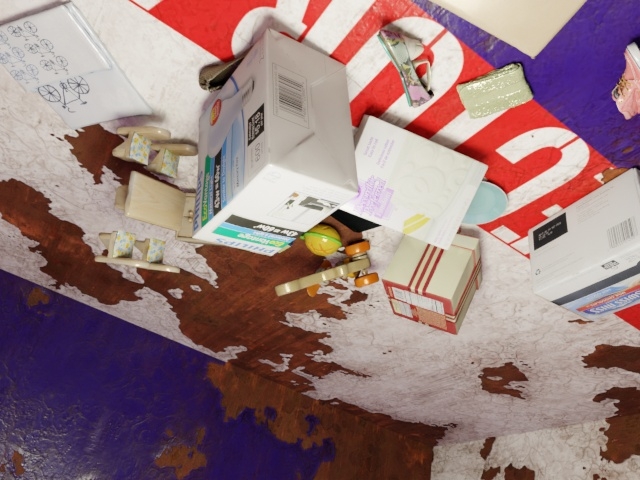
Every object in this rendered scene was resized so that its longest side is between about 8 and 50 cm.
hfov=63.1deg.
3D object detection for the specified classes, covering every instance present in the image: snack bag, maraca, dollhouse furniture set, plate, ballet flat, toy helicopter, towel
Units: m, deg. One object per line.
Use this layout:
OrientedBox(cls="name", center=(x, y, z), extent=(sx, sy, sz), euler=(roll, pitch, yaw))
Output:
OrientedBox(cls="snack bag", center=(-0.664, -0.432, 1.373), extent=(0.322, 0.037, 0.343), euler=(-4, 141, 22))
OrientedBox(cls="maraca", center=(0.000, 0.000, 1.710), extent=(0.127, 0.099, 0.185), euler=(23, 169, -17))
OrientedBox(cls="dollhouse furniture set", center=(-0.382, -0.087, 1.489), extent=(0.256, 0.363, 0.394), euler=(4, 172, 22))
OrientedBox(cls="plate", center=(0.431, -0.111, 1.475), extent=(0.188, 0.024, 0.188), euler=(9, 145, 6))
OrientedBox(cls="ballet flat", center=(0.196, -0.385, 1.141), extent=(0.079, 0.077, 0.221), euler=(-24, 139, 16))
OrientedBox(cls="toy helicopter", center=(0.003, 0.117, 1.726), extent=(0.354, 0.140, 0.235), euler=(-15, 179, -29))
OrientedBox(cls="towel", center=(0.393, -0.332, 1.178), extent=(0.148, 0.027, 0.110), euler=(-14, 138, 33))
OrientedBox(cls="ballet flat", center=(-0.191, -0.403, 1.240), extent=(0.249, 0.058, 0.084), euler=(-7, 141, 26))

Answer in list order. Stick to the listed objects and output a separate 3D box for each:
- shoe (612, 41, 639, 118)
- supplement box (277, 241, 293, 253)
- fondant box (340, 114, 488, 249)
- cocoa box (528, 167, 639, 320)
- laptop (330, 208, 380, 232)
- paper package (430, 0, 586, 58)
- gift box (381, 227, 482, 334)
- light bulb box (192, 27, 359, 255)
OrientedBox(cls="shoe", center=(0.643, -0.323, 1.078), extent=(0.081, 0.064, 0.178), euler=(-25, 134, 35))
OrientedBox(cls="supplement box", center=(-0.146, -0.009, 1.772), extent=(0.083, 0.056, 0.083), euler=(33, 140, -26))
OrientedBox(cls="fondant box", center=(0.219, -0.145, 1.327), extent=(0.330, 0.096, 0.239), euler=(20, 103, -9))
OrientedBox(cls="cocoa box", center=(0.765, 0.026, 1.375), extent=(0.227, 0.232, 0.347), euler=(24, 144, -17))
OrientedBox(cls="laptop", center=(0.118, -0.158, 1.454), extent=(0.234, 0.136, 0.264), euler=(32, 99, -26))
OrientedBox(cls="paper package", center=(0.325, -0.515, 0.828), extent=(0.309, 0.168, 0.325), euler=(22, 145, -12))
OrientedBox(cls="gift box", center=(0.335, 0.092, 1.598), extent=(0.276, 0.258, 0.255), euler=(20, 152, 26))
OrientedBox(cls="light bulb box", center=(-0.117, -0.203, 1.202), extent=(0.225, 0.358, 0.361), euler=(15, 149, -33))
